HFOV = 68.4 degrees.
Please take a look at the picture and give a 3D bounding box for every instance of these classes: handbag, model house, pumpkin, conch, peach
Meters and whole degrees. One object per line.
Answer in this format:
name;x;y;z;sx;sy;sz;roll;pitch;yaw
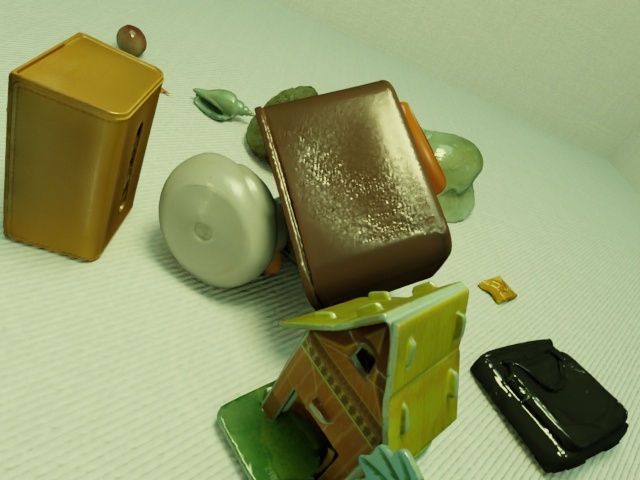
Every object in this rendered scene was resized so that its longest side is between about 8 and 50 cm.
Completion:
handbag;0.447;0.299;0.912;0.275;0.088;0.244;-1;41;-34
model house;0.110;0.211;0.570;0.300;0.324;0.340;-12;52;-43
pumpkin;0.449;0.118;1.177;0.101;0.035;0.073;-13;50;-41
conch;-0.260;-0.357;1.260;0.180;0.088;0.065;17;-7;-6
peach;-0.520;-0.551;1.298;0.083;0.083;0.083;19;36;-14

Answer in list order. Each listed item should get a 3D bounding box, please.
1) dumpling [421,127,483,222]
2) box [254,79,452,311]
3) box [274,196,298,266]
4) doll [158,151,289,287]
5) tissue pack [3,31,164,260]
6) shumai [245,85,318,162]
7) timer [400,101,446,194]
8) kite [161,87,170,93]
dumpling;0.361;-0.218;1.386;0.320;0.212;0.270;9;41;-9
box;0.051;-0.069;0.809;0.229;0.239;0.340;-16;73;-2
box;0.000;0.000;1.000;0.270;0.045;0.210;38;36;13
doll;-0.150;-0.039;0.824;0.251;0.221;0.221;55;34;-9
tissue pack;-0.357;-0.134;0.716;0.145;0.275;0.195;22;36;-11
shumai;-0.051;-0.252;1.209;0.204;0.222;0.272;47;4;-48
timer;0.127;-0.161;1.056;0.250;0.257;0.161;37;25;-51
kite;-0.501;-0.438;1.228;0.222;0.008;0.125;11;39;-24
